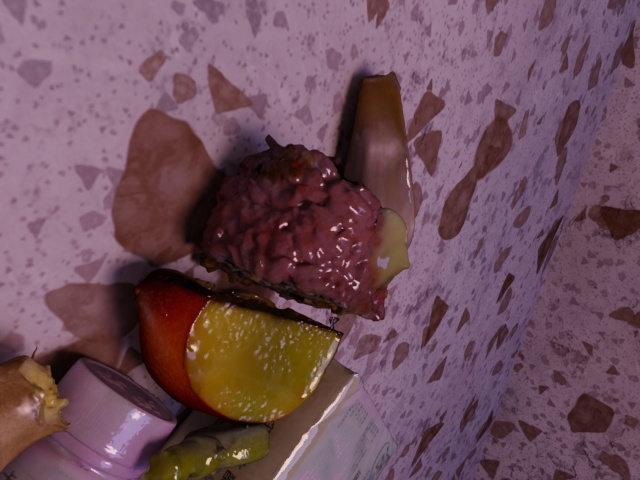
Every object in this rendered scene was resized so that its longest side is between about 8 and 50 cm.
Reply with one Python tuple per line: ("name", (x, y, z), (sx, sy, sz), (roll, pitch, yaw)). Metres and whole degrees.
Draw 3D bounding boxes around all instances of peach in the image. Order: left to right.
("peach", (-0.125, 0.130, 0.651), (0.267, 0.159, 0.154), (23, 81, -44))

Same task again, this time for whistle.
("whistle", (-0.127, 0.233, 0.609), (0.198, 0.104, 0.057), (36, 46, -68))

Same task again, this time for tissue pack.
("tissue pack", (-0.090, 0.379, 0.826), (0.405, 0.205, 0.332), (-50, 144, -20))

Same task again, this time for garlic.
("garlic", (0.089, -0.094, 0.820), (0.112, 0.143, 0.318), (0, 115, -6))

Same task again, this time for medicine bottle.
("medicine bottle", (-0.276, 0.260, 0.554), (0.254, 0.152, 0.152), (-55, 145, -12))

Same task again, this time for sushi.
("sushi", (0.000, 0.000, 0.678), (0.270, 0.236, 0.171), (37, 69, -56))

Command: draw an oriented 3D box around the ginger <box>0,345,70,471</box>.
("ginger", (-0.360, 0.233, 0.378), (0.166, 0.236, 0.375), (66, 20, -12))
